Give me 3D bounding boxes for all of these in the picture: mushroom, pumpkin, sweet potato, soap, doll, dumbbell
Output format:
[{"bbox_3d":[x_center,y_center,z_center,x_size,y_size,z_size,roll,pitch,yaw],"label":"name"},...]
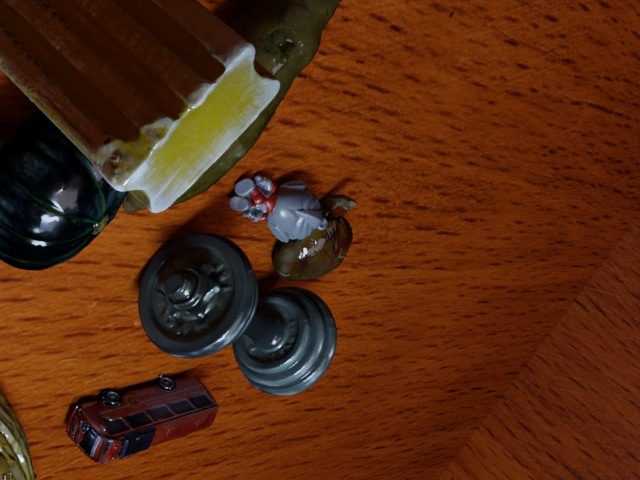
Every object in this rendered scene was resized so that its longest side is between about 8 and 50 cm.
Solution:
[{"bbox_3d":[0.001,0.001,1.570,0.170,0.080,0.135,-55,160,19],"label":"mushroom"},{"bbox_3d":[-0.279,-0.058,1.066,0.194,0.150,0.194,-31,157,-15],"label":"pumpkin"},{"bbox_3d":[-0.093,-0.195,1.178,0.422,0.130,0.130,-51,151,-5],"label":"sweet potato"},{"bbox_3d":[-0.186,-0.171,0.922,0.173,0.274,0.089,-46,150,-2],"label":"soap"},{"bbox_3d":[-0.056,-0.048,1.448,0.180,0.079,0.094,19,87,-44],"label":"doll"},{"bbox_3d":[-0.111,0.115,1.462,0.179,0.179,0.406,-48,150,2],"label":"dumbbell"}]

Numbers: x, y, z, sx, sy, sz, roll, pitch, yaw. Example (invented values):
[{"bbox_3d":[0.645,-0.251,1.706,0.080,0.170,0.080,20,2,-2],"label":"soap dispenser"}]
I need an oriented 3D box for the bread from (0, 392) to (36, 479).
[{"bbox_3d":[-0.480,0.360,1.291,0.277,0.167,0.324,-30,147,-28],"label":"bread"}]

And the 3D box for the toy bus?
[{"bbox_3d":[-0.268,0.269,1.529,0.235,0.096,0.073,-11,132,-48],"label":"toy bus"}]
